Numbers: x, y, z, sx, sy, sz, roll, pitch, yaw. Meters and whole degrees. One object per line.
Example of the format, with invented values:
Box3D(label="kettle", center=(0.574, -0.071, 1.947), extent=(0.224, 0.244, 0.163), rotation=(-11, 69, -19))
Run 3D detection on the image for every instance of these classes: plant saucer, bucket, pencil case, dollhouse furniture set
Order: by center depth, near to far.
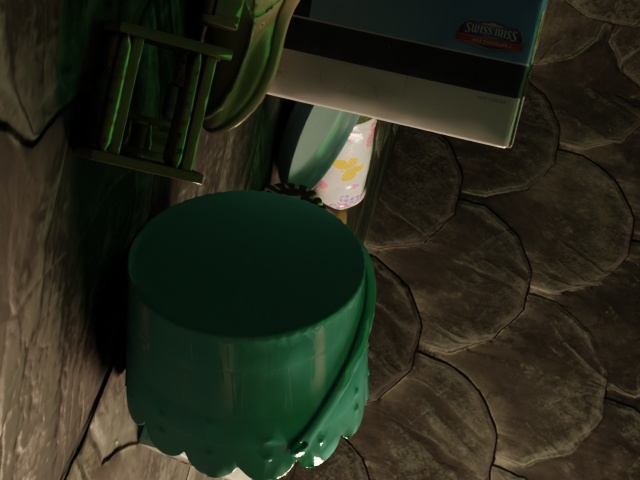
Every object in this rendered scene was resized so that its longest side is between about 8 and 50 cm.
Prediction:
Box3D(label="dollhouse furniture set", center=(-0.143, -0.153, 0.912), extent=(0.161, 0.101, 0.181), rotation=(-154, -103, -72))
Box3D(label="bucket", center=(-0.075, 0.087, 1.122), extent=(0.281, 0.281, 0.183), rotation=(-67, 165, -51))
Box3D(label="plant saucer", center=(0.010, -0.217, 1.811), extent=(0.317, 0.044, 0.317), rotation=(-57, 168, -19))
Box3D(label="pencil case", center=(0.046, -0.186, 2.133), extent=(0.273, 0.114, 0.124), rotation=(95, -12, -51))

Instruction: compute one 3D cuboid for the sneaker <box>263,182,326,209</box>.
Box3D(label="sneaker", center=(-0.021, 0.070, 1.672), extent=(0.147, 0.130, 0.330), rotation=(112, -32, -45))

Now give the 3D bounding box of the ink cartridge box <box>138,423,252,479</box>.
Box3D(label="ink cartridge box", center=(-0.143, 0.235, 1.482), extent=(0.332, 0.065, 0.165), rotation=(58, 45, -66))

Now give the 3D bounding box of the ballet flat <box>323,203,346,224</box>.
Box3D(label="ballet flat", center=(0.000, 0.000, 2.314), extent=(0.073, 0.080, 0.232), rotation=(52, 50, -62))

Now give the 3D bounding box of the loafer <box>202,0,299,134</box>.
Box3D(label="loafer", center=(-0.082, -0.236, 1.089), extent=(0.102, 0.092, 0.268), rotation=(49, -60, 48))

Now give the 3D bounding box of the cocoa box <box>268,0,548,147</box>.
Box3D(label="cocoa box", center=(0.082, -0.279, 1.232), extent=(0.231, 0.347, 0.227), rotation=(-61, 163, -64))
